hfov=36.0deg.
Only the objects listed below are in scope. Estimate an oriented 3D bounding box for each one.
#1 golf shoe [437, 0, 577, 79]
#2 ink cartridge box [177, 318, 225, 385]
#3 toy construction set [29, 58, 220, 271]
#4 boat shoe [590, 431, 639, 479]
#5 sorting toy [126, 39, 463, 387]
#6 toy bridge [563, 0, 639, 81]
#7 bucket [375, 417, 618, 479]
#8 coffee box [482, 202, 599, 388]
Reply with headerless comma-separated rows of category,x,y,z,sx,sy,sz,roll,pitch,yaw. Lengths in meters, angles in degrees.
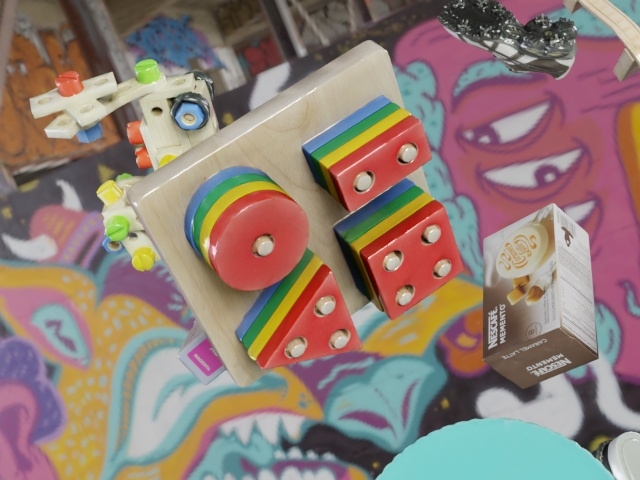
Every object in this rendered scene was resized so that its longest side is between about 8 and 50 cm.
golf shoe,0.250,-0.267,1.338,0.077,0.198,0.094,-54,-29,-22
ink cartridge box,-0.034,0.036,1.219,0.311,0.065,0.186,-42,10,14
toy construction set,-0.228,-0.108,1.255,0.215,0.151,0.327,-9,-38,7
boat shoe,0.410,0.389,1.197,0.114,0.302,0.091,5,-33,-29
sorting toy,0.000,0.000,0.885,0.255,0.257,0.089,-34,43,-12
toy bridge,0.296,-0.171,0.930,0.026,0.188,0.063,-31,-12,-2
bucket,0.163,0.292,0.837,0.281,0.281,0.183,-22,-32,13
coffee box,0.331,0.083,1.499,0.141,0.098,0.246,-31,35,37
